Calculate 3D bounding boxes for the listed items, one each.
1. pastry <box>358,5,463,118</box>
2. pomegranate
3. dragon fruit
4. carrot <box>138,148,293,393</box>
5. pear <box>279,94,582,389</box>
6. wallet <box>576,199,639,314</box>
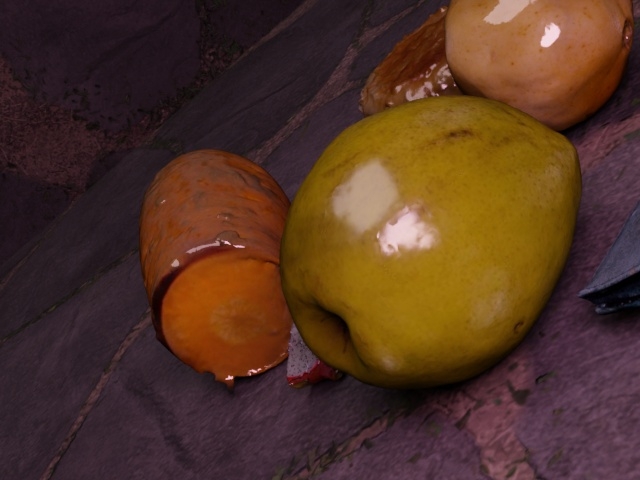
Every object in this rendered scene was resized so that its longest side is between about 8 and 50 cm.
[{"bbox_3d":[0.177,-0.232,1.283,0.257,0.121,0.235,-16,37,43],"label":"pastry"},{"bbox_3d":[0.253,-0.233,1.035,0.233,0.233,0.233,-35,23,17],"label":"pomegranate"},{"bbox_3d":[0.000,0.124,0.998,0.056,0.060,0.083,-14,61,38],"label":"dragon fruit"},{"bbox_3d":[-0.136,0.015,1.200,0.224,0.224,0.340,-37,26,11],"label":"carrot"},{"bbox_3d":[0.104,-0.006,0.828,0.307,0.253,0.253,-43,21,-21],"label":"pear"},{"bbox_3d":[0.353,-0.100,0.752,0.379,0.046,0.190,-53,2,-28],"label":"wallet"}]
